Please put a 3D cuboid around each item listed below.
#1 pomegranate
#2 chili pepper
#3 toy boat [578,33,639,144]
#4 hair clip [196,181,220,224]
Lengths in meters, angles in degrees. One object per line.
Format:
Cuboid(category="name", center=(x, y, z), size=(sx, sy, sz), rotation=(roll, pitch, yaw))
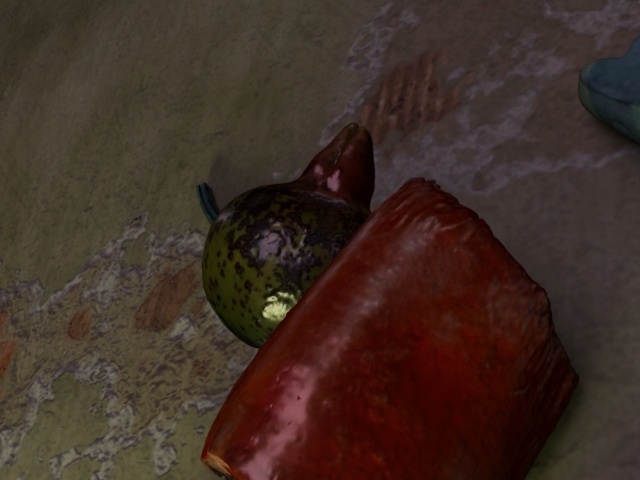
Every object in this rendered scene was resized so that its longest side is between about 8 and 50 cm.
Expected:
Cuboid(category="pomegranate", center=(0.000, 0.000, 0.919), size=(0.214, 0.214, 0.248), rotation=(20, 86, 46))
Cuboid(category="chili pepper", center=(0.079, 0.124, 0.739), size=(0.305, 0.251, 0.229), rotation=(-51, 7, -11))
Cuboid(category="toy boat", center=(0.389, -0.143, 0.807), size=(0.215, 0.123, 0.330), rotation=(-48, 30, -13))
Cuboid(category="hair clip", center=(-0.113, -0.022, 1.158), size=(0.070, 0.039, 0.229), rotation=(-52, 41, -3))
